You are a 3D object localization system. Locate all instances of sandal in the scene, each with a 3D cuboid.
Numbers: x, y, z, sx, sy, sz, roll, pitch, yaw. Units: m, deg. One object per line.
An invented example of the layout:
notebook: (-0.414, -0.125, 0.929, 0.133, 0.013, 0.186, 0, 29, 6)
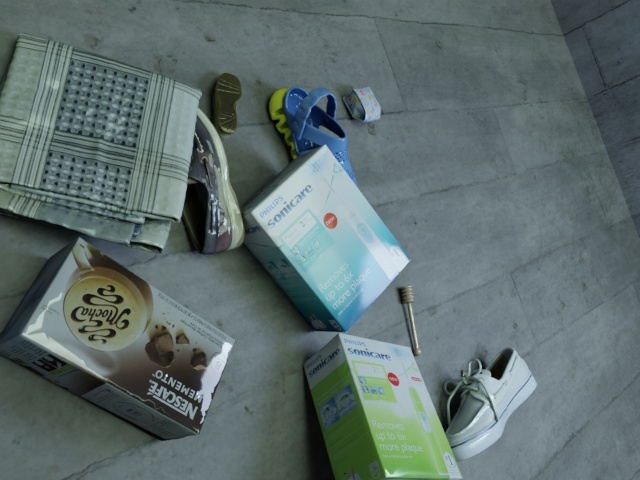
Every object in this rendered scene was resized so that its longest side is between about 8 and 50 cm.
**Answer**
sandal: (0.006, -0.191, 1.401, 0.126, 0.138, 0.317, -32, 98, -40)

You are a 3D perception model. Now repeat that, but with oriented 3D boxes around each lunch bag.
lunch bag: (0.103, -0.324, 1.611, 0.071, 0.053, 0.083, -24, 81, -48)

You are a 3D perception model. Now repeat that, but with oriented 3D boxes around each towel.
towel: (-0.357, -0.158, 1.043, 0.312, 0.056, 0.324, 16, 63, -20)

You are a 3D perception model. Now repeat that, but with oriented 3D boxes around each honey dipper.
honey dipper: (0.211, 0.185, 1.530, 0.030, 0.030, 0.160, 2, 74, -43)

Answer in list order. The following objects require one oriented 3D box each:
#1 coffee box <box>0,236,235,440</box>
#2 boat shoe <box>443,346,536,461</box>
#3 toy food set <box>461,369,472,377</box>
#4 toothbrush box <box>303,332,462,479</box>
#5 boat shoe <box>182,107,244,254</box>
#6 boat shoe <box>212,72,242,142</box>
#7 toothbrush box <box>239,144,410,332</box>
coffee box: (-0.294, 0.156, 0.992, 0.297, 0.119, 0.168, 40, 49, -26)
boat shoe: (0.368, 0.349, 1.532, 0.367, 0.136, 0.156, -29, 93, -40)
toy food set: (0.393, 0.363, 1.640, 0.122, 0.019, 0.078, 19, 62, -38)
toothbrush box: (0.111, 0.334, 1.244, 0.206, 0.122, 0.283, 18, 38, -38)
boat shoe: (-0.223, -0.111, 1.182, 0.092, 0.103, 0.285, -23, 96, -51)
boat shoe: (-0.189, -0.265, 1.320, 0.056, 0.048, 0.153, 12, 59, -27)
toothbrush box: (0.000, 0.000, 1.297, 0.216, 0.126, 0.295, -44, 105, -27)
